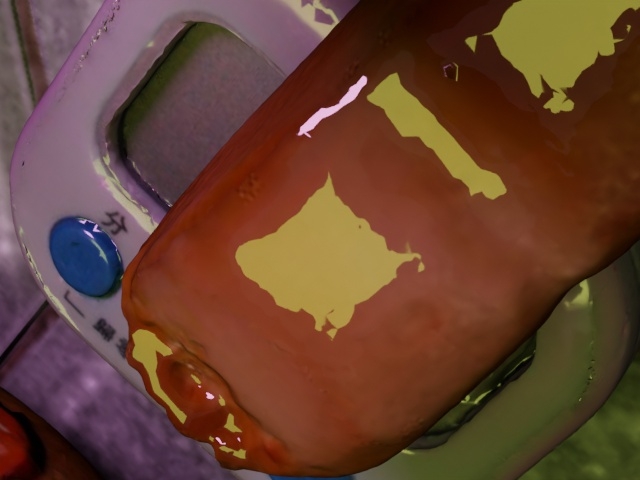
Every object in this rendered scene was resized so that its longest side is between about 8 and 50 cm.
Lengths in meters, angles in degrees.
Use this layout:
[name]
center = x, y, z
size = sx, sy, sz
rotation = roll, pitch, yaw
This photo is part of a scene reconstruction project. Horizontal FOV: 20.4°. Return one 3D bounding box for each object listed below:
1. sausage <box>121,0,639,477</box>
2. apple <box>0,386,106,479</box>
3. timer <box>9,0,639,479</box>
[sausage]
center = 0.078, -0.064, 0.463
size = 0.097, 0.094, 0.348
rotation = 44, 114, -4
[apple]
center = -0.239, 0.225, 0.710
size = 0.400, 0.333, 0.400
rotation = 15, 123, 24
[timer]
center = 0.000, 0.000, 0.606
size = 0.208, 0.069, 0.191
rotation = 44, 130, 2
